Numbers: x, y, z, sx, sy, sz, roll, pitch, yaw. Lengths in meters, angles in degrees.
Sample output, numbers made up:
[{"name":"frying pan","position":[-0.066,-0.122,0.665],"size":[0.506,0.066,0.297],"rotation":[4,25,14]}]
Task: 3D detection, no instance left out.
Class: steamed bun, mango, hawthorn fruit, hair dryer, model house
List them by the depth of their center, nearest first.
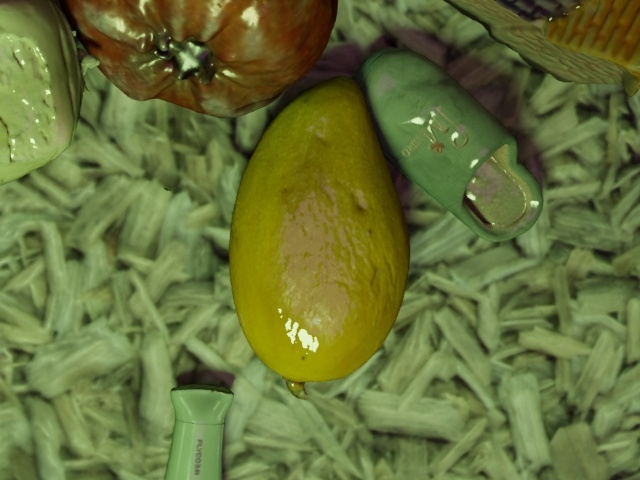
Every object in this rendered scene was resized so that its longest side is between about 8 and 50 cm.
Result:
[{"name":"steamed bun","position":[-0.276,-0.136,0.932],"size":[0.153,0.239,0.170],"rotation":[-22,107,-24]},{"name":"hawthorn fruit","position":[-0.099,-0.251,0.976],"size":[0.242,0.242,0.271],"rotation":[16,55,-17]},{"name":"model house","position":[0.246,-0.276,1.038],"size":[0.237,0.237,0.202],"rotation":[32,92,-17]},{"name":"mango","position":[0.000,0.000,1.083],"size":[0.177,0.119,0.316],"rotation":[0,96,-6]},{"name":"hair dryer","position":[-0.208,0.243,1.107],"size":[0.237,0.075,0.206],"rotation":[3,92,-7]}]

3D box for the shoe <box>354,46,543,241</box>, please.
[{"name":"shoe","position":[0.138,-0.089,1.114],"size":[0.251,0.100,0.103],"rotation":[41,89,-20]}]
